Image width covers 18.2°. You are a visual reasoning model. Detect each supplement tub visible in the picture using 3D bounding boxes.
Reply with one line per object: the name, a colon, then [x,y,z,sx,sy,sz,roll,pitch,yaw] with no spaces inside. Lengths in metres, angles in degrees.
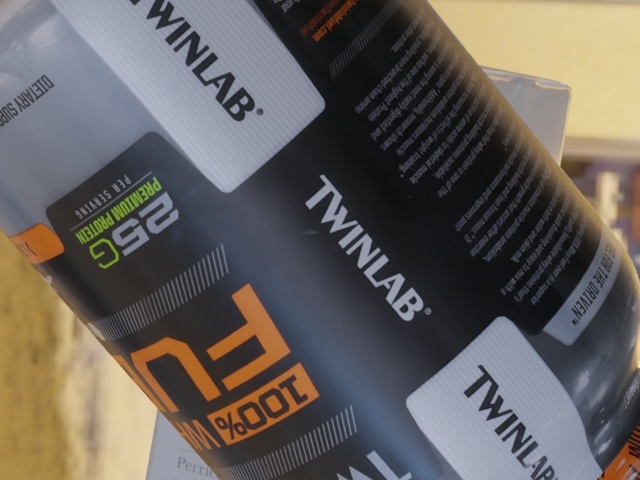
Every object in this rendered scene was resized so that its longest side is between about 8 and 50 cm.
supplement tub: [0.000,0.000,0.493,0.190,0.117,0.117,50,20,-10]

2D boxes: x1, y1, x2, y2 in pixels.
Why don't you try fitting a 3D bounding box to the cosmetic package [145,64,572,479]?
cosmetic package: [0.014,0.108,1.224,0.230,0.161,0.453,-6,107,-69]
